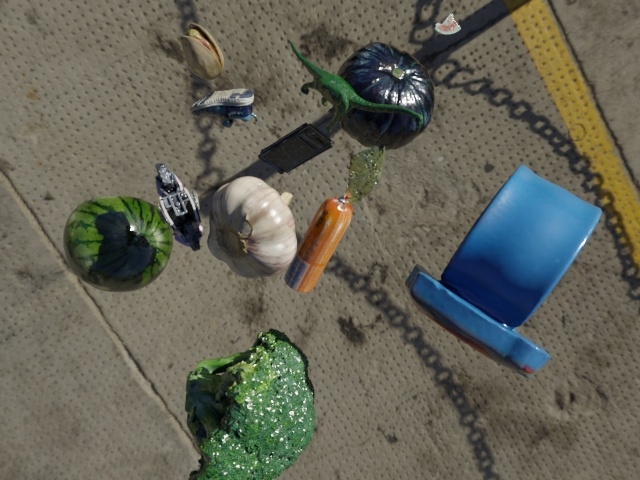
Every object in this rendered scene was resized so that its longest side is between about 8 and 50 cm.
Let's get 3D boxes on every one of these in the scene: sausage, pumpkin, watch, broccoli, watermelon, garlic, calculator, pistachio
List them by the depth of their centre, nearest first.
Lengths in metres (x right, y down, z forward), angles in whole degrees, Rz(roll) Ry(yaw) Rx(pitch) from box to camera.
[{"bbox_3d":[0.299,0.040,0.745,0.241,0.305,0.274,35,99,16],"label":"watch"},{"bbox_3d":[-0.131,0.293,0.818,0.246,0.265,0.294,4,55,19],"label":"broccoli"},{"bbox_3d":[-0.134,-0.048,1.103,0.245,0.253,0.245,18,126,26],"label":"garlic"},{"bbox_3d":[0.000,0.000,1.225,0.093,0.093,0.312,24,124,-6],"label":"sausage"},{"bbox_3d":[-0.611,0.015,1.455,0.331,0.189,0.330,0,89,-30],"label":"watermelon"},{"bbox_3d":[0.391,-0.679,1.468,0.085,0.085,0.061,9,129,-3],"label":"watermelon"},{"bbox_3d":[0.211,-0.487,1.611,0.364,0.266,0.363,6,72,-19],"label":"pumpkin"},{"bbox_3d":[-0.428,-0.681,1.712,0.144,0.215,0.143,-4,66,10],"label":"pistachio"},{"bbox_3d":[-0.095,-0.348,1.799,0.274,0.028,0.166,-25,143,32],"label":"calculator"}]

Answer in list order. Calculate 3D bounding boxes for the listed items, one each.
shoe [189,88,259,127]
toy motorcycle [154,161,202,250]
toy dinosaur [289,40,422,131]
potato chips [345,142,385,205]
[{"bbox_3d":[-0.286,-0.382,1.383,0.207,0.091,0.106,2,128,16],"label":"shoe"},{"bbox_3d":[-0.374,-0.072,1.243,0.108,0.204,0.239,-9,80,-13],"label":"toy motorcycle"},{"bbox_3d":[0.081,-0.466,1.407,0.087,0.301,0.447,-42,99,-33],"label":"toy dinosaur"},{"bbox_3d":[0.130,-0.203,1.421,0.209,0.026,0.142,-47,127,-2],"label":"potato chips"}]
